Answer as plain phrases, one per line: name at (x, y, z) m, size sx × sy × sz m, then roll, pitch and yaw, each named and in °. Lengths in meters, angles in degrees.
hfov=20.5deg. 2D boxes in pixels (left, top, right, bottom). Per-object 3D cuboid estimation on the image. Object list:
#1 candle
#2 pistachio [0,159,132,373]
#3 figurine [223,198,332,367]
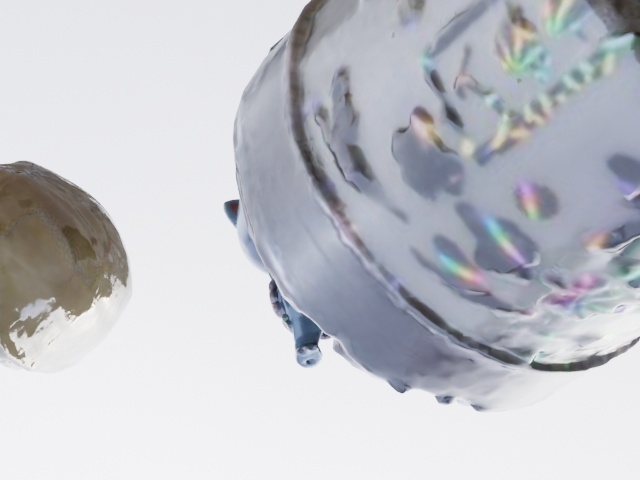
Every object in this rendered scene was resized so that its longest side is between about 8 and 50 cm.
candle at (0.118, -0.072, 0.618) m, size 0.187 × 0.330 × 0.187 m, roll 19°, pitch -127°, yaw -28°
pistachio at (-0.222, 0.023, 1.337) m, size 0.137 × 0.153 × 0.238 m, roll 5°, pitch 168°, yaw 16°
figurine at (-0.004, -0.001, 1.322) m, size 0.114 × 0.144 × 0.178 m, roll -10°, pitch -127°, yaw -9°
